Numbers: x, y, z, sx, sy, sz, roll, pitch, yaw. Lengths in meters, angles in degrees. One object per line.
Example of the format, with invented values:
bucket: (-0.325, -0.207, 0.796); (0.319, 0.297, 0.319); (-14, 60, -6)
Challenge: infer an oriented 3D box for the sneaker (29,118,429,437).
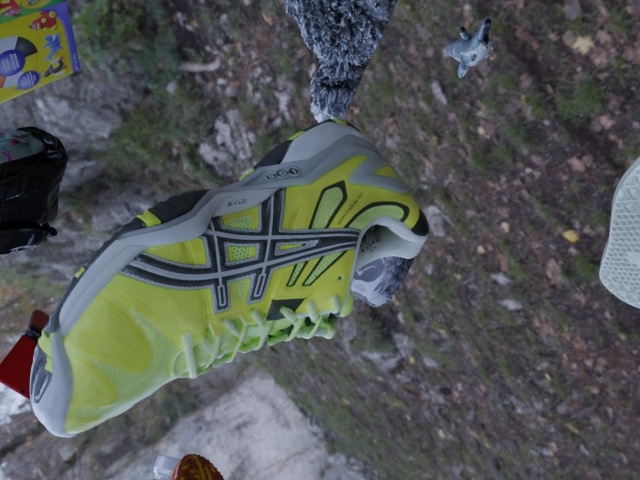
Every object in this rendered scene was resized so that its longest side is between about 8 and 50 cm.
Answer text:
sneaker: (-0.056, 0.032, 0.537); (0.147, 0.385, 0.145); (42, 153, 19)

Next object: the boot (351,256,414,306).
boot: (0.000, 0.000, 0.950); (0.223, 0.118, 0.338); (31, 161, -9)

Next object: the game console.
game console: (-0.434, 0.200, 1.028); (0.144, 0.085, 0.124); (44, 179, -24)

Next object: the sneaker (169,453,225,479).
sneaker: (-0.110, 0.256, 0.532); (0.064, 0.067, 0.175); (30, -159, -25)

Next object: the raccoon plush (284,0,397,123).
raccoon plush: (-0.049, -0.353, 0.898); (0.216, 0.299, 0.446); (-72, 5, -47)

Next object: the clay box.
clay box: (-0.452, -0.254, 0.877); (0.053, 0.222, 0.127); (43, 150, 18)

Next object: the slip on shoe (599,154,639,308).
slip on shoe: (0.392, -0.032, 0.696); (0.123, 0.101, 0.331); (37, 165, 26)

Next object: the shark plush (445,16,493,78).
shark plush: (0.257, -0.340, 1.105); (0.067, 0.073, 0.161); (51, -174, 1)

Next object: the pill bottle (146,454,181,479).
pill bottle: (-0.285, 0.502, 1.137); (0.117, 0.118, 0.208); (70, -148, -58)

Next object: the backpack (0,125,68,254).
backpack: (-0.396, -0.054, 0.738); (0.115, 0.182, 0.152); (24, 117, 17)
